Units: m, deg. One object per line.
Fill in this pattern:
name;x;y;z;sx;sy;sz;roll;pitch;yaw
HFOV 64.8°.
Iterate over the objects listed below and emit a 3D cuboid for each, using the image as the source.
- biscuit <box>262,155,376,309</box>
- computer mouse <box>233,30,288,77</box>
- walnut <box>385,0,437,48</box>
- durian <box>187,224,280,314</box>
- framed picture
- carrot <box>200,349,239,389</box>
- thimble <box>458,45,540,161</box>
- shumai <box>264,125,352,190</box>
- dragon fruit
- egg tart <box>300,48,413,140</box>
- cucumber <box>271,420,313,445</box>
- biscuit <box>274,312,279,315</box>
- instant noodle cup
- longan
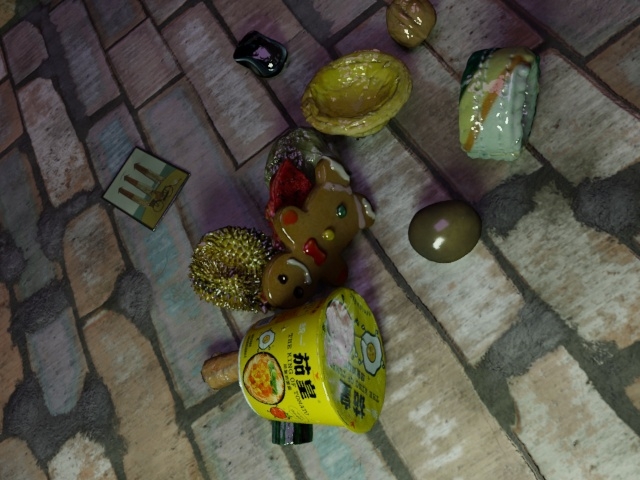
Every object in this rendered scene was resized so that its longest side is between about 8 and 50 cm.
biscuit;0.001;0.000;1.329;0.064;0.283;0.432;-6;41;51
computer mouse;-0.226;-0.675;1.815;0.233;0.096;0.137;28;83;28
walnut;0.283;-0.694;1.589;0.166;0.149;0.167;10;107;33
durian;-0.226;0.088;1.451;0.292;0.258;0.258;12;75;14
framed picture;-0.646;-0.198;1.854;0.323;0.013;0.244;27;82;28
carrot;-0.203;0.341;1.407;0.263;0.102;0.102;-22;63;17
thimble;0.465;-0.355;1.318;0.167;0.254;0.288;11;101;29
shumai;-0.024;-0.213;1.501;0.218;0.189;0.256;20;84;29
dragon fruit;-0.081;-0.045;1.407;0.152;0.317;0.205;-10;38;49
egg tart;0.111;-0.433;1.548;0.345;0.132;0.345;-7;61;13
cucumber;-0.082;0.477;1.331;0.116;0.062;0.115;-7;71;22
biscuit;-0.008;0.285;1.382;0.319;0.047;0.183;13;74;26
instant noodle cup;-0.022;0.292;1.201;0.254;0.325;0.326;-15;65;29
longan;0.318;-0.024;1.300;0.189;0.189;0.189;-8;67;20
